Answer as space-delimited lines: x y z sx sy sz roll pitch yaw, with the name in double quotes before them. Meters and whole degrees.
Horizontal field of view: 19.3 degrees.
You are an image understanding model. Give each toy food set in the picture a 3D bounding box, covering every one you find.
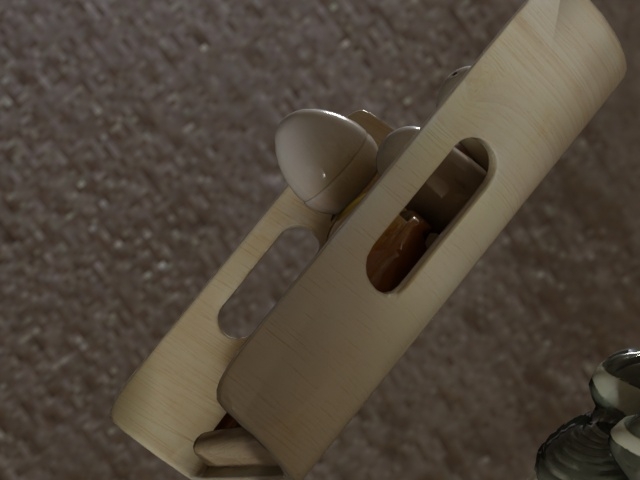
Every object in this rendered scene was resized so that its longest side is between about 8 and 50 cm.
"toy food set" 0.000 0.000 0.859 0.092 0.306 0.220 41 76 -5

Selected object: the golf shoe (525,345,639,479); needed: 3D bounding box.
"golf shoe" 0.174 0.146 0.597 0.273 0.120 0.105 35 15 -4
